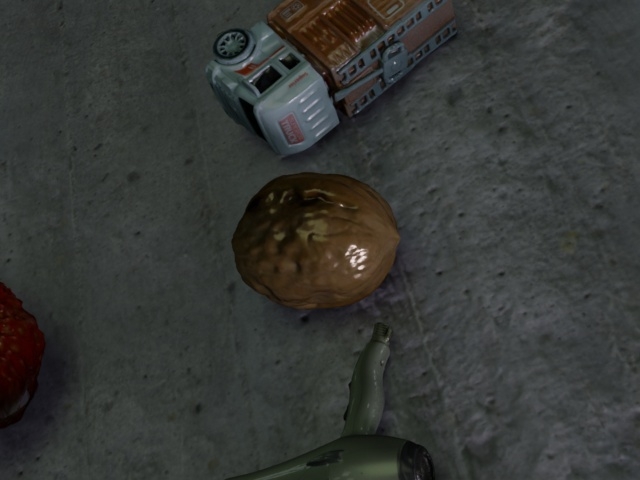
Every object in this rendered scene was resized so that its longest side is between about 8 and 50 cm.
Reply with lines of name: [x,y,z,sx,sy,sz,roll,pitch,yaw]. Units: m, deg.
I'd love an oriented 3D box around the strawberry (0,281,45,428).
strawberry: [-0.492,0.137,1.125,0.351,0.267,0.312,19,36,18]

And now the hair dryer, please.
hair dryer: [-0.006,0.200,0.961,0.219,0.088,0.225,-28,36,11]

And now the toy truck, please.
toy truck: [0.020,-0.240,1.217,0.305,0.136,0.162,-39,58,-7]

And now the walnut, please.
walnut: [0.000,0.000,1.046,0.184,0.155,0.155,-5,55,30]
